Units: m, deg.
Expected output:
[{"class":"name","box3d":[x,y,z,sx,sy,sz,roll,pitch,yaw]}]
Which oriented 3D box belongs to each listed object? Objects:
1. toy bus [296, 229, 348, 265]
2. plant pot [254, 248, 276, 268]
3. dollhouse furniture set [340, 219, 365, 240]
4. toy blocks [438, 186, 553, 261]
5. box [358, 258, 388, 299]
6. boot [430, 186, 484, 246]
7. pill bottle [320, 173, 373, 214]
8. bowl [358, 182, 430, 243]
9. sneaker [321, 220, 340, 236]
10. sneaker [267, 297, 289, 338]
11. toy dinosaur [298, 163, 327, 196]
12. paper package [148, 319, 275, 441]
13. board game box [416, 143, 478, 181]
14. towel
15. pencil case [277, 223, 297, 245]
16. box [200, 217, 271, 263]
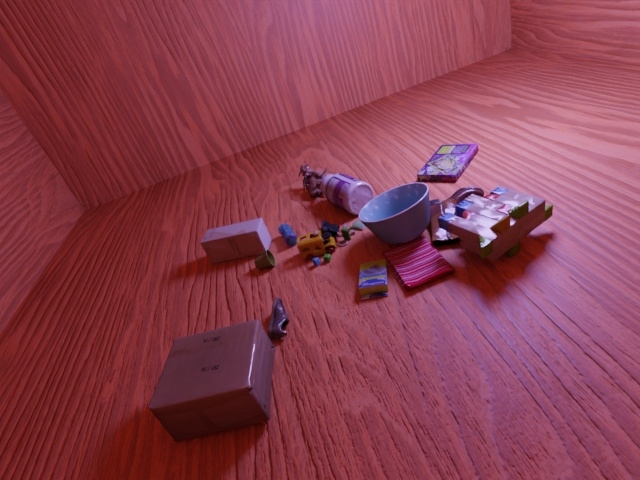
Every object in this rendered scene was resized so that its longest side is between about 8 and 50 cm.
[{"class":"toy bus","box3d":[-0.011,0.006,1.858,0.190,0.104,0.202,12,44,41]},{"class":"plant pot","box3d":[-0.261,0.094,1.900,0.079,0.083,0.083,-26,29,13]},{"class":"dollhouse furniture set","box3d":[0.153,-0.067,1.923,0.076,0.059,0.151,11,43,40]},{"class":"toy blocks","box3d":[0.624,-0.082,1.532,0.381,0.191,0.261,-32,36,-19]},{"class":"box","box3d":[0.202,0.146,1.577,0.108,0.042,0.178,-12,31,15]},{"class":"boot","box3d":[0.572,-0.103,1.706,0.263,0.096,0.280,-11,34,11]},{"class":"pill bottle","box3d":[0.124,-0.251,2.123,0.169,0.169,0.301,-31,33,-17]},{"class":"bowl","box3d":[0.334,-0.098,1.734,0.311,0.163,0.312,-26,21,11]},{"class":"sneaker","box3d":[0.050,-0.056,1.974,0.089,0.051,0.170,1,18,-1]},{"class":"sneaker","box3d":[-0.150,0.293,1.546,0.071,0.066,0.188,2,39,3]},{"class":"toy dinosaur","box3d":[-0.035,-0.321,2.382,0.200,0.127,0.296,-17,43,20]},{"class":"paper package","box3d":[-0.323,0.432,1.310,0.324,0.168,0.310,-16,30,8]},{"class":"board game box","box3d":[0.676,-0.414,2.181,0.208,0.056,0.347,4,39,41]},{"class":"towel","box3d":[0.370,0.082,1.594,0.198,0.031,0.275,-21,31,-2]},{"class":"pencil case","box3d":[-0.163,-0.028,2.038,0.070,0.065,0.152,-12,28,-17]},{"class":"box","box3d":[-0.418,0.003,2.061,0.310,0.148,0.121,-12,33,15]}]
